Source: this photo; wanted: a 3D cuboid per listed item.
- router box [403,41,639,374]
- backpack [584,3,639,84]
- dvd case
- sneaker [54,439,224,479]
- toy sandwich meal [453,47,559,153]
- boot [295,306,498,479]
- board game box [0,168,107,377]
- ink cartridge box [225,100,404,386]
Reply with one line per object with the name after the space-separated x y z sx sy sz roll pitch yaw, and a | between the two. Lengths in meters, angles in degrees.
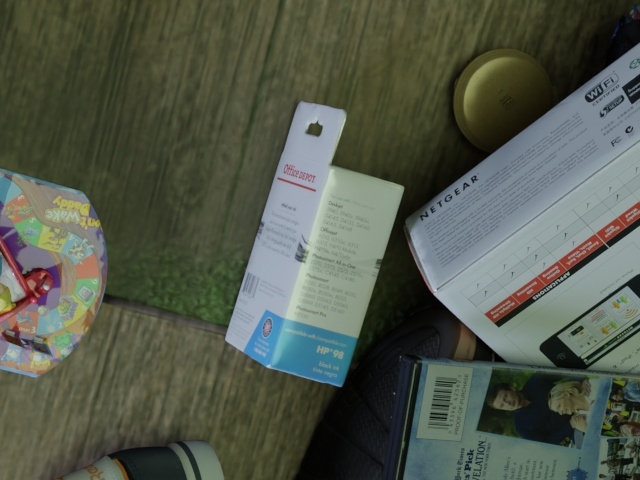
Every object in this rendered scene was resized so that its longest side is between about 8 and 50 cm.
0.278 -0.005 1.315 0.335 0.082 0.301 -37 128 14 | router box
0.262 -0.067 1.391 0.158 0.117 0.173 6 122 -19 | backpack
0.156 0.175 1.295 0.253 0.022 0.180 6 97 -24 | dvd case
-0.127 0.302 1.304 0.127 0.126 0.321 -5 88 -23 | sneaker
0.134 -0.102 1.388 0.085 0.029 0.086 -2 99 -14 | toy sandwich meal
0.112 0.259 1.373 0.284 0.138 0.377 21 91 -21 | boot
-0.221 0.019 1.276 0.168 0.033 0.133 16 92 -21 | board game box
0.000 0.000 1.313 0.060 0.104 0.180 17 92 -21 | ink cartridge box
